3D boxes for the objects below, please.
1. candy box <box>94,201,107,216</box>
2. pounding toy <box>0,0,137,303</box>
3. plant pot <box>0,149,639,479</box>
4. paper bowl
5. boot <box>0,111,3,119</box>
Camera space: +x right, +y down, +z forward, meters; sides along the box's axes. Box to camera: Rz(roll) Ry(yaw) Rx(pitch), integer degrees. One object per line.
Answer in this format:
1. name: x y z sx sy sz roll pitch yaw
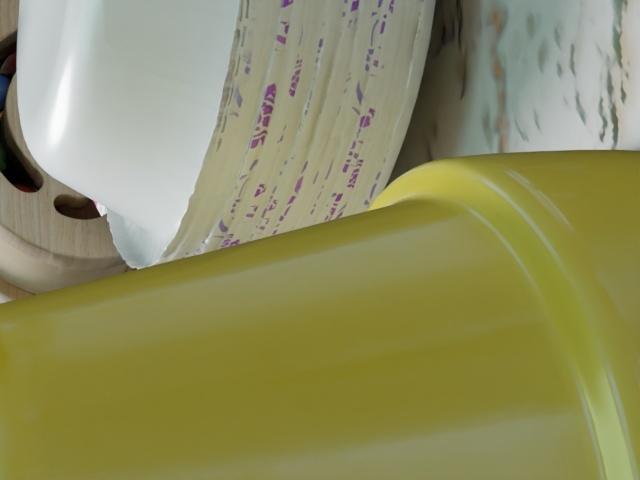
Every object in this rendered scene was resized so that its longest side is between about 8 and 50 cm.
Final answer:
1. candy box: -0.109 -0.031 0.979 0.159 0.071 0.233 111 150 -44
2. pounding toy: -0.159 -0.058 0.845 0.155 0.154 0.270 124 159 -50
3. plant pot: 0.006 0.098 0.464 0.254 0.239 0.254 179 90 -68
4. paper bowl: -0.063 -0.124 0.709 0.284 0.148 0.284 -175 90 -69
5. boot: -0.254 -0.023 1.274 0.280 0.096 0.264 62 175 -20
